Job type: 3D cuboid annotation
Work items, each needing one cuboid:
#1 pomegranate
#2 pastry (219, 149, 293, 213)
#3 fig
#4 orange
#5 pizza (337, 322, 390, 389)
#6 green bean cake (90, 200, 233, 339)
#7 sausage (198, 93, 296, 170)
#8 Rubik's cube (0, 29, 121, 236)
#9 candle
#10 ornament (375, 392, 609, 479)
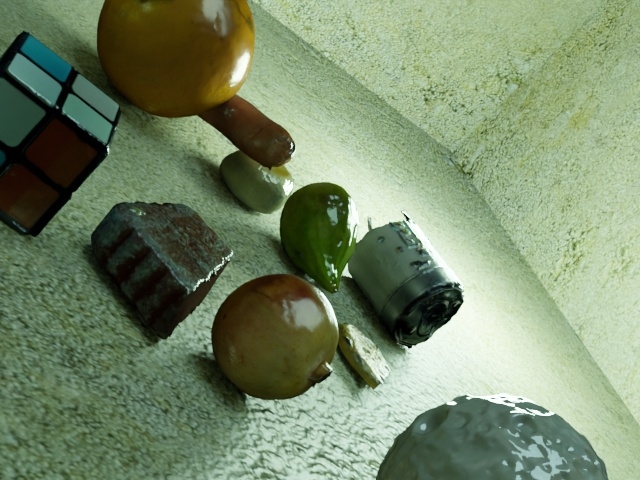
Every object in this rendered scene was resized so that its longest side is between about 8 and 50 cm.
[{"bbox_3d":[-0.066,0.143,1.519,0.191,0.191,0.191,40,18,-16],"label":"pomegranate"},{"bbox_3d":[-0.128,-0.125,2.124,0.156,0.092,0.156,32,16,-11],"label":"pastry"},{"bbox_3d":[-0.010,-0.005,2.057,0.167,0.167,0.233,37,56,-24],"label":"fig"},{"bbox_3d":[-0.277,-0.387,2.026,0.312,0.312,0.312,40,18,-16],"label":"orange"},{"bbox_3d":[0.076,0.213,1.907,0.099,0.036,0.160,24,28,-48],"label":"pizza"},{"bbox_3d":[-0.217,0.038,1.539,0.198,0.097,0.233,47,17,12],"label":"green bean cake"},{"bbox_3d":[-0.169,-0.242,2.119,0.094,0.094,0.419,1,24,-32],"label":"sausage"},{"bbox_3d":[-0.394,-0.144,1.412,0.180,0.183,0.167,37,18,-19],"label":"Rubik's cube"},{"bbox_3d":[0.156,0.053,2.211,0.187,0.187,0.330,21,28,-52],"label":"candle"},{"bbox_3d":[0.231,0.368,1.419,0.337,0.337,0.337,40,18,-16],"label":"ornament"}]
